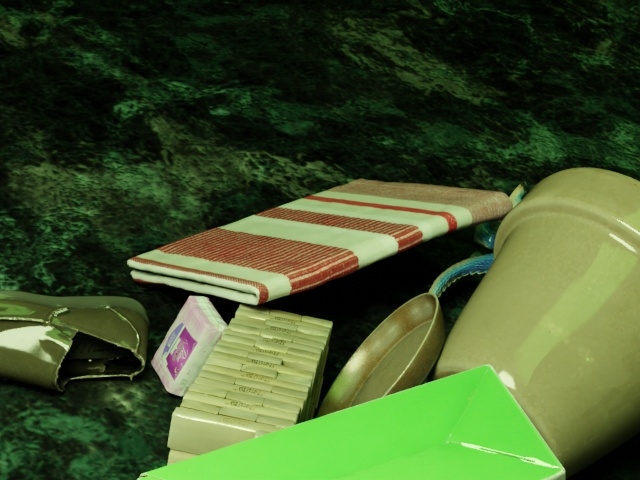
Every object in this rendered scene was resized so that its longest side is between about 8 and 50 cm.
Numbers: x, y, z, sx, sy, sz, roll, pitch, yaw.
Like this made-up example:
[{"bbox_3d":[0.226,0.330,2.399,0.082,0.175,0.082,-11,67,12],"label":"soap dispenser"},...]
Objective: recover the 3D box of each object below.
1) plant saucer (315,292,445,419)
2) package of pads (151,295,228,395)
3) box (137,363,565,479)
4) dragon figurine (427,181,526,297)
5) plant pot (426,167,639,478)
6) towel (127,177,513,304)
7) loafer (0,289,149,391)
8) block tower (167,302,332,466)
[{"bbox_3d":[0.059,0.121,1.362,0.029,0.168,0.168,40,33,-12],"label":"plant saucer"},{"bbox_3d":[-0.120,0.098,1.393,0.032,0.083,0.050,15,26,-39],"label":"package of pads"},{"bbox_3d":[0.027,0.239,1.050,0.262,0.231,0.127,-16,37,-13],"label":"box"},{"bbox_3d":[0.235,0.022,1.597,0.144,0.085,0.289,29,37,26],"label":"dragon figurine"},{"bbox_3d":[0.224,0.101,1.369,0.263,0.263,0.229,31,57,28],"label":"plant pot"},{"bbox_3d":[0.000,0.000,1.525,0.329,0.037,0.237,-20,17,-36],"label":"towel"},{"bbox_3d":[-0.255,0.094,1.364,0.220,0.080,0.078,-5,37,-22],"label":"loafer"},{"bbox_3d":[-0.055,0.141,1.248,0.097,0.091,0.335,11,14,2],"label":"block tower"}]
